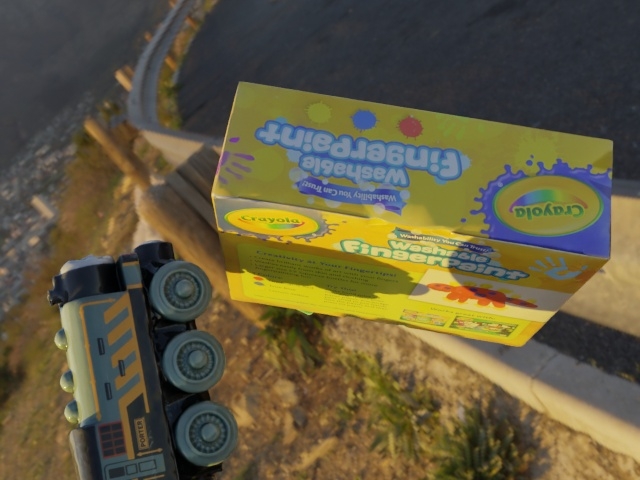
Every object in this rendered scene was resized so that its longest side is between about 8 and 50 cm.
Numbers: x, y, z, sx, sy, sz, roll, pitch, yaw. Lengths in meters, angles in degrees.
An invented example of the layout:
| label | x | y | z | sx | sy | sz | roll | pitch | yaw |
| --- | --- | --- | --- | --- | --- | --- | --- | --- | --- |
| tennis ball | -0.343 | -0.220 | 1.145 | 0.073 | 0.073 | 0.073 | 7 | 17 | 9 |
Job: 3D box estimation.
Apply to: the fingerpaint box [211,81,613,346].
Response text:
| label | x | y | z | sx | sy | sz | roll | pitch | yaw |
| --- | --- | --- | --- | --- | --- | --- | --- | --- | --- |
| fingerpaint box | 0.102 | -0.017 | 1.099 | 0.371 | 0.445 | 0.163 | 94 | -175 | -68 |

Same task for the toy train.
| label | x | y | z | sx | sy | sz | roll | pitch | yaw |
| --- | --- | --- | --- | --- | --- | --- | --- | --- | --- |
| toy train | -0.219 | 0.165 | 1.018 | 0.190 | 0.333 | 0.142 | -8 | -11 | -25 |

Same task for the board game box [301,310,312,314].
| label | x | y | z | sx | sy | sz | roll | pitch | yaw |
| --- | --- | --- | --- | --- | --- | --- | --- | --- | --- |
| board game box | 0.000 | 0.000 | 1.482 | 0.124 | 0.039 | 0.259 | 20 | 80 | 38 |
